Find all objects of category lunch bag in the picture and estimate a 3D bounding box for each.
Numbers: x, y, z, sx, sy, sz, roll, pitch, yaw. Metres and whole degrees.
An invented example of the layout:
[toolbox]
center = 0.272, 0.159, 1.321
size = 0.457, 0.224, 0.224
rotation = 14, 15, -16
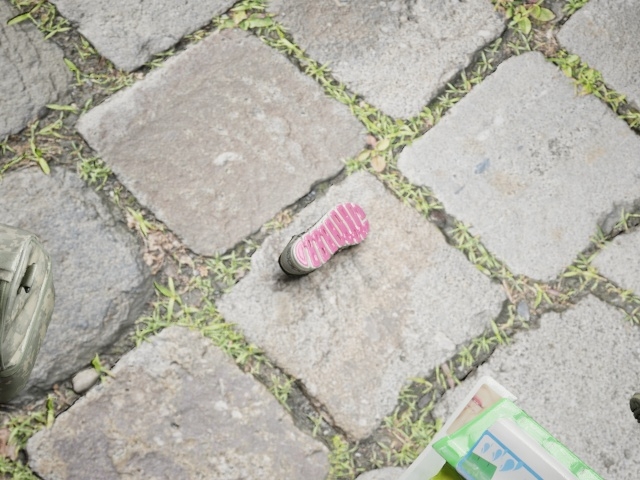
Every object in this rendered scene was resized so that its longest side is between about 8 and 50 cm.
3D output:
[lunch bag]
center = -0.498, 0.051, 1.860
size = 0.305, 0.256, 0.213
rotation = 15, 61, 1

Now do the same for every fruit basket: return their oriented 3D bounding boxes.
[fruit basket]
center = 0.187, 0.377, 1.760
size = 0.353, 0.165, 0.327
rotation = -45, 52, -4

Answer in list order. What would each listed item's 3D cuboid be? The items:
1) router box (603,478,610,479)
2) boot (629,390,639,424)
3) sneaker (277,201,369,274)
[router box]
center = 0.336, 0.453, 1.858
size = 0.242, 0.081, 0.309
rotation = 11, 61, -1
[boot]
center = 0.543, 0.207, 2.024
size = 0.189, 0.076, 0.208
rotation = 41, 70, -2
[sneaker]
center = 0.000, 0.000, 2.067
size = 0.170, 0.074, 0.063
rotation = -37, 98, -45
